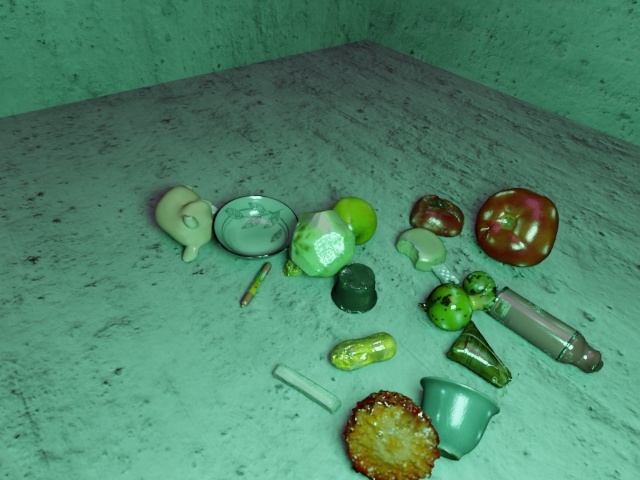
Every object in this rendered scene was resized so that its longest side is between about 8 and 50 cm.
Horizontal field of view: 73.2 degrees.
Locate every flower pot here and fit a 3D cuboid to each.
[{"bbox_3d":[0.116,0.147,1.415,0.157,0.107,0.158,2,39,-2],"label":"flower pot"}]

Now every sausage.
[{"bbox_3d":[-0.215,0.145,1.452,0.029,0.029,0.223,14,42,13],"label":"sausage"}]

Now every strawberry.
[{"bbox_3d":[0.170,0.453,1.035,0.233,0.234,0.178,10,14,8],"label":"strawberry"}]

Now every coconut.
[{"bbox_3d":[0.000,0.000,1.444,0.235,0.236,0.204,33,36,30],"label":"coconut"}]

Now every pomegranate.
[{"bbox_3d":[0.426,0.187,1.324,0.220,0.156,0.156,-35,39,18],"label":"pomegranate"},{"bbox_3d":[0.506,0.168,1.421,0.161,0.122,0.122,-27,42,8],"label":"pomegranate"}]

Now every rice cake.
[{"bbox_3d":[-0.037,0.400,1.169,0.206,0.036,0.047,24,57,21],"label":"rice cake"}]

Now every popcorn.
[{"bbox_3d":[-0.097,0.098,1.495,0.083,0.068,0.059,-16,19,35],"label":"popcorn"}]

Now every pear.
[{"bbox_3d":[0.119,-0.066,1.600,0.187,0.188,0.220,3,25,0],"label":"pear"}]

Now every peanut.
[{"bbox_3d":[0.124,0.318,1.236,0.206,0.087,0.087,-10,43,-18],"label":"peanut"}]

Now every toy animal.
[{"bbox_3d":[-0.481,-0.078,1.588,0.256,0.195,0.212,29,37,29],"label":"toy animal"}]

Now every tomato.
[{"bbox_3d":[0.474,-0.116,1.745,0.227,0.101,0.228,3,38,-2],"label":"tomato"},{"bbox_3d":[0.727,-0.045,1.577,0.226,0.299,0.299,24,23,-43],"label":"tomato"}]

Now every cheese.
[{"bbox_3d":[0.394,0.065,1.545,0.163,0.082,0.286,-14,45,-18],"label":"cheese"}]

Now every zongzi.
[{"bbox_3d":[0.489,0.329,1.259,0.187,0.084,0.184,34,39,21],"label":"zongzi"}]

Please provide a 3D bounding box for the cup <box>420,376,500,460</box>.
[{"bbox_3d":[0.319,0.446,1.052,0.199,0.199,0.150,18,61,17],"label":"cup"}]

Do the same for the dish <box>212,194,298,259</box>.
[{"bbox_3d":[-0.236,-0.026,1.580,0.316,0.106,0.317,6,46,-6],"label":"dish"}]

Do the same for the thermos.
[{"bbox_3d":[0.683,0.282,1.310,0.109,0.136,0.330,-47,57,-9],"label":"thermos"}]
